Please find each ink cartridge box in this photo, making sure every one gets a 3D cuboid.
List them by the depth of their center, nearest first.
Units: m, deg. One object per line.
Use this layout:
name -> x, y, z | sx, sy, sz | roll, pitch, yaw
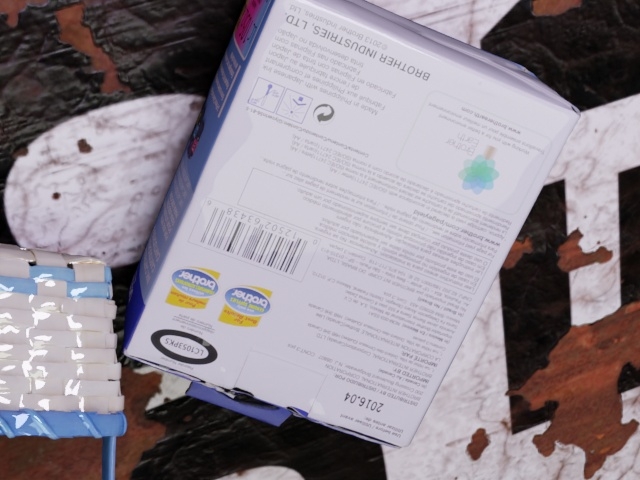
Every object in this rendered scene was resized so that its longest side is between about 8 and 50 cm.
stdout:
ink cartridge box -> 0.000, 0.000, 1.069 | 0.270, 0.151, 0.396 | 21, 106, -13

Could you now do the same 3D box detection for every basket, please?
basket -> -0.278, 0.146, 1.010 | 0.254, 0.201, 0.289 | 10, 81, -27
